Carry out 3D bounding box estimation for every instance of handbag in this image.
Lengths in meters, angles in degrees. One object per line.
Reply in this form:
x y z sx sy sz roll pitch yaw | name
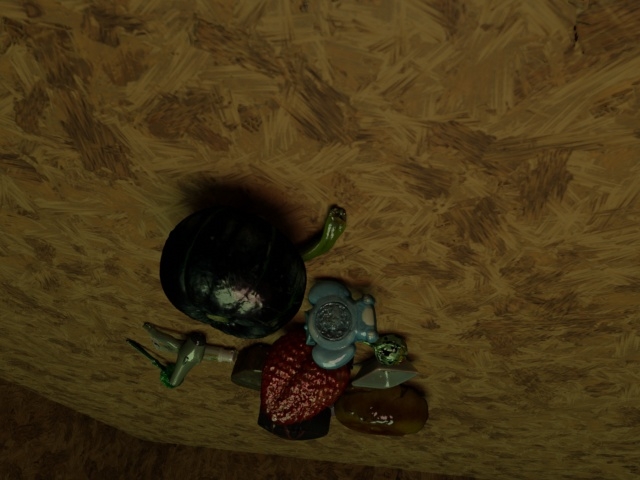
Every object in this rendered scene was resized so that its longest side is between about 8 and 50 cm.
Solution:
-0.095 0.610 1.538 0.215 0.155 0.169 -6 159 34 | handbag

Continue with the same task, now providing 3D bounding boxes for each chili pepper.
0.000 0.000 0.928 0.052 0.050 0.202 -11 159 -39 | chili pepper

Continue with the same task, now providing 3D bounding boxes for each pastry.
0.223 0.630 1.654 0.356 0.164 0.356 5 150 3 | pastry

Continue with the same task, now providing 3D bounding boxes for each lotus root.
-0.127 0.488 1.594 0.390 0.111 0.375 -2 147 15 | lotus root

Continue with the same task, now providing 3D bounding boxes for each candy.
0.110 0.273 1.273 0.305 0.083 0.091 25 106 -5 | candy
-0.657 0.480 1.753 0.097 0.097 0.323 -10 131 26 | candy

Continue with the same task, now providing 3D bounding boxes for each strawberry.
-0.054 0.404 1.296 0.250 0.288 0.238 28 156 11 | strawberry

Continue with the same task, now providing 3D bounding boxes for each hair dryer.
-0.511 0.401 1.527 0.225 0.088 0.219 12 109 3 | hair dryer

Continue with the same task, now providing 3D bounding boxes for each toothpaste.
-0.458 0.395 1.590 0.314 0.058 0.056 7 -179 10 | toothpaste

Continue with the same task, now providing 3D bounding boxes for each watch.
0.052 0.213 1.117 0.211 0.211 0.193 4 165 9 | watch

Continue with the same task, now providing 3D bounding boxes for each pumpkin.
-0.170 0.055 0.893 0.315 0.238 0.315 22 157 10 | pumpkin

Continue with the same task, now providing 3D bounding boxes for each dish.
0.196 0.427 1.440 0.154 0.064 0.234 11 145 -20 | dish

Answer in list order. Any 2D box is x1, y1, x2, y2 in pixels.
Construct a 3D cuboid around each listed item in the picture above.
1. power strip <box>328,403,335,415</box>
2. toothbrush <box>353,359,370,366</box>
-0.001 0.759 1.988 0.279 0.037 0.109 -21 134 37 | power strip
0.129 0.426 1.512 0.011 0.014 0.167 15 148 -37 | toothbrush
